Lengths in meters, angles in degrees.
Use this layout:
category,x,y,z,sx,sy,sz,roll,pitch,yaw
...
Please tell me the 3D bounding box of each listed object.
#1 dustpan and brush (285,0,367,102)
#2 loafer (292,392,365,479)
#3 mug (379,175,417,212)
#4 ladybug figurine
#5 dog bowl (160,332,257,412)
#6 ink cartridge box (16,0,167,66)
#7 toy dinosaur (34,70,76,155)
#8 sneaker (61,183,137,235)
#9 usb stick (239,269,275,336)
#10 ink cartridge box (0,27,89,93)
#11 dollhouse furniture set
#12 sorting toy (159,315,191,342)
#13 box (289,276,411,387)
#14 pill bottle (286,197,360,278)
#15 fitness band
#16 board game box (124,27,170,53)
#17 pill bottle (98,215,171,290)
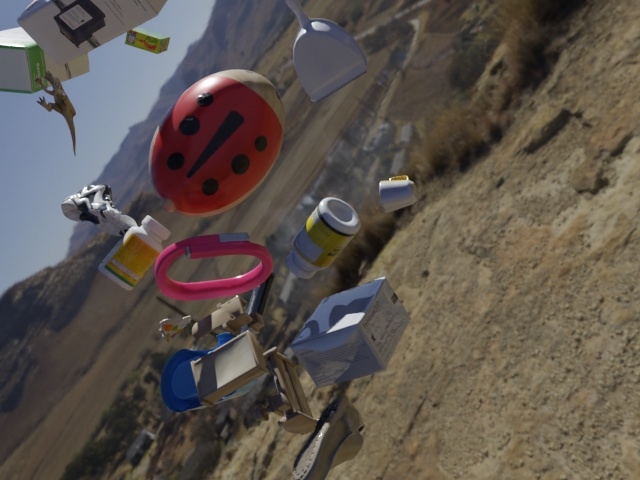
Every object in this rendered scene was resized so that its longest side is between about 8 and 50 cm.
category,x,y,z,sx,sy,sz,roll,pitch,yaw
dustpan and brush,-0.015,-0.386,1.193,0.147,0.211,0.060,-23,26,37
loafer,0.030,0.385,1.190,0.102,0.092,0.268,-54,-5,24
mug,0.152,-0.097,1.213,0.064,0.062,0.078,-10,72,19
ladybug figurine,-0.256,-0.257,1.606,0.449,0.305,0.162,-59,12,-15
dog bowl,-0.284,0.349,1.632,0.297,0.074,0.165,-23,61,24
ink cartridge box,-0.356,-0.409,1.034,0.237,0.100,0.172,-14,43,28
toy dinosaur,-0.496,-0.262,1.205,0.053,0.183,0.092,-25,-17,4
sneaker,-0.649,-0.108,1.918,0.094,0.235,0.153,93,-166,-44
usb stick,-0.187,0.207,1.803,0.077,0.045,0.278,-123,49,-66
ink cartridge box,-0.783,-0.486,1.668,0.289,0.211,0.121,-66,-20,-62
dollhouse furniture set,-0.157,0.361,1.617,0.174,0.355,0.303,-31,52,10
sorting toy,-0.348,0.208,1.520,0.075,0.044,0.083,-30,-9,-22
box,0.065,0.191,1.309,0.182,0.119,0.181,-23,16,35
pill bottle,0.000,0.000,1.385,0.184,0.103,0.103,-52,16,35
fitness band,-0.261,0.071,1.553,0.209,0.291,0.054,108,150,-46
board game box,-0.492,-0.573,1.791,0.181,0.092,0.043,-104,31,-69
pill bottle,-0.536,0.033,1.831,0.208,0.118,0.117,-53,16,-10
